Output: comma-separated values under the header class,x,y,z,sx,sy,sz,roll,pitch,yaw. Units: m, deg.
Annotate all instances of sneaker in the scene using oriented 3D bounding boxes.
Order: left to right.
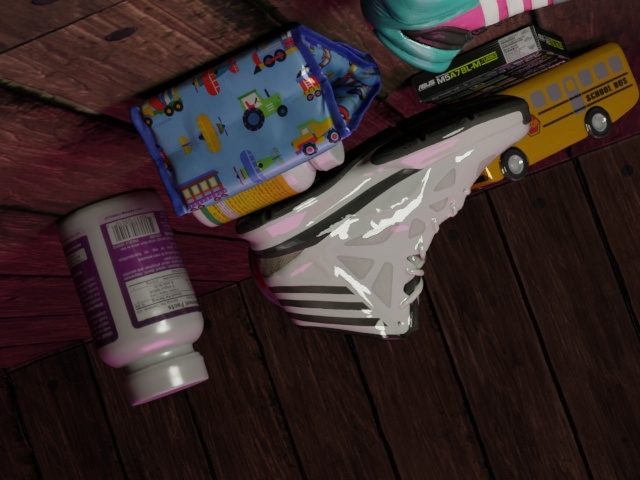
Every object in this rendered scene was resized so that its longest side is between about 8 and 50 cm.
class,x,y,z,sx,sy,sz,roll,pitch,yaw
sneaker,0.126,-0.019,1.953,0.447,0.257,0.169,-27,-165,-6
sneaker,0.160,-0.243,1.327,0.296,0.123,0.178,-8,165,-26

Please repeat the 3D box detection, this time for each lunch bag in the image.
class,x,y,z,sx,sy,sz,roll,pitch,yaw
lunch bag,-0.053,-0.148,1.612,0.221,0.138,0.293,-24,-178,17

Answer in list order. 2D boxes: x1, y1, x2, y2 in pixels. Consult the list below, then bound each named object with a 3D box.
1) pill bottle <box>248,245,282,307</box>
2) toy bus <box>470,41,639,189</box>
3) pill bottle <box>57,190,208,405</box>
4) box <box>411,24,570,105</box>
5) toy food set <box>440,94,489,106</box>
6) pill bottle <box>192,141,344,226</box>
class,x,y,z,sx,sy,sz,roll,pitch,yaw
pill bottle,0.000,0.000,2.530,0.229,0.229,0.407,-18,174,-12
toy bus,0.337,-0.188,2.122,0.333,0.130,0.108,-26,-174,-28
pill bottle,-0.277,0.090,2.095,0.169,0.301,0.169,-19,174,-2
box,0.247,-0.247,1.976,0.191,0.045,0.184,-22,177,23
toy food set,0.236,-0.225,2.243,0.083,0.020,0.083,-20,175,4
pill bottle,-0.080,-0.106,1.850,0.208,0.117,0.117,-22,174,17
